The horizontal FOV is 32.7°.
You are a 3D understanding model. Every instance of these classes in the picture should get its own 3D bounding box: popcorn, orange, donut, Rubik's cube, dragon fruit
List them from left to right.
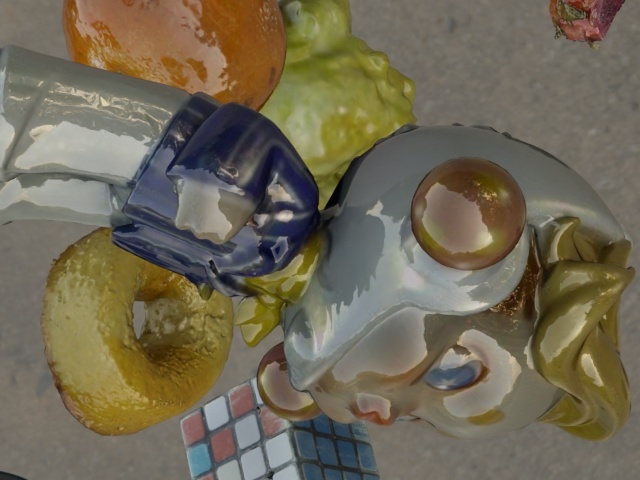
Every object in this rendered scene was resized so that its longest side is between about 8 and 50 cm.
[{"bbox_3d":[-0.130,0.061,0.834,0.065,0.178,0.162,-8,114,33],"label":"donut"},{"bbox_3d":[-0.140,-0.204,1.060,0.224,0.170,0.224,21,143,17],"label":"orange"},{"bbox_3d":[-0.070,0.406,2.005,0.253,0.259,0.256,-32,59,29],"label":"Rubik's cube"},{"bbox_3d":[-0.027,-0.172,1.477,0.312,0.312,0.312,6,101,30],"label":"popcorn"},{"bbox_3d":[0.408,-0.381,1.673,0.102,0.096,0.147,30,91,39],"label":"dragon fruit"}]

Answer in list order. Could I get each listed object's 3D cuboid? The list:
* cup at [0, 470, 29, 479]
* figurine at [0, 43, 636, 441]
[{"bbox_3d":[-0.327,0.310,1.070,0.131,0.176,0.155,15,98,17],"label":"cup"},{"bbox_3d":[-0.007,0.004,0.442,0.274,0.133,0.194,9,148,7],"label":"figurine"}]
